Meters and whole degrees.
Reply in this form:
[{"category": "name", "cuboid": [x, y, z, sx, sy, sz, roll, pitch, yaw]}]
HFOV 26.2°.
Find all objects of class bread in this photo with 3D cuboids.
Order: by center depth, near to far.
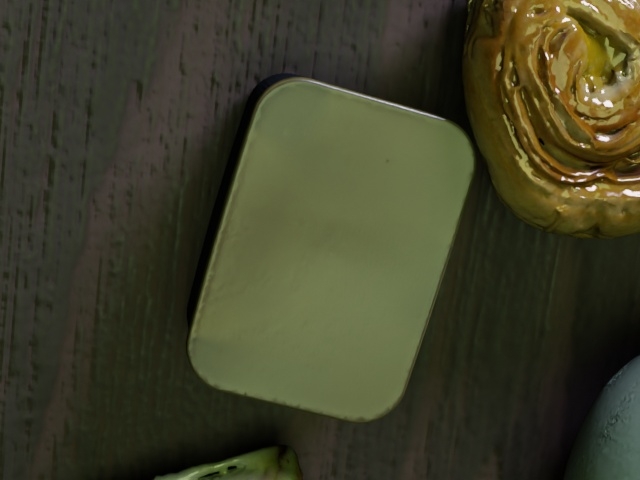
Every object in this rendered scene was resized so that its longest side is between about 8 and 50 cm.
[{"category": "bread", "cuboid": [0.196, -0.103, 0.858, 0.236, 0.120, 0.198, -13, 103, -14]}]

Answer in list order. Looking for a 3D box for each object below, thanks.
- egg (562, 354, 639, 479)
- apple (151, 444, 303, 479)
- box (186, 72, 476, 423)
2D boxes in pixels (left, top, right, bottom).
[{"category": "egg", "cuboid": [0.257, 0.198, 0.906, 0.203, 0.203, 0.282, -4, 98, -9]}, {"category": "apple", "cuboid": [-0.117, 0.265, 0.909, 0.265, 0.120, 0.193, -17, 117, -3]}, {"category": "box", "cuboid": [0.000, 0.000, 0.874, 0.144, 0.090, 0.201, 13, 101, -12]}]
